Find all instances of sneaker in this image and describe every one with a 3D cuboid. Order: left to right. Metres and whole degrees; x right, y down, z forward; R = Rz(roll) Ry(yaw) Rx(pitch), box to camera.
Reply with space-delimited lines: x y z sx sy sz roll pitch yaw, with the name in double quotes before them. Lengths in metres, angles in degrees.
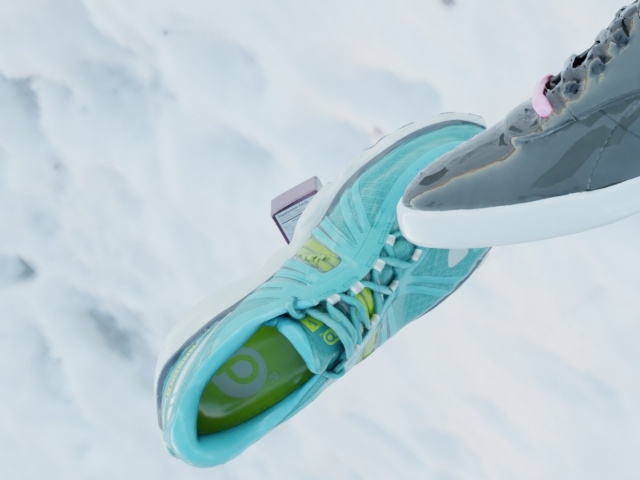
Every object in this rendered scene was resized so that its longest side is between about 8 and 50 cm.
"sneaker" 0.014 0.039 1.062 0.107 0.275 0.110 45 -172 -13
"sneaker" 0.149 -0.103 0.769 0.295 0.104 0.147 -22 107 16

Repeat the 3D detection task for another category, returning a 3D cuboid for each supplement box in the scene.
"supplement box" 0.000 0.000 1.355 0.083 0.043 0.055 60 -173 -12
